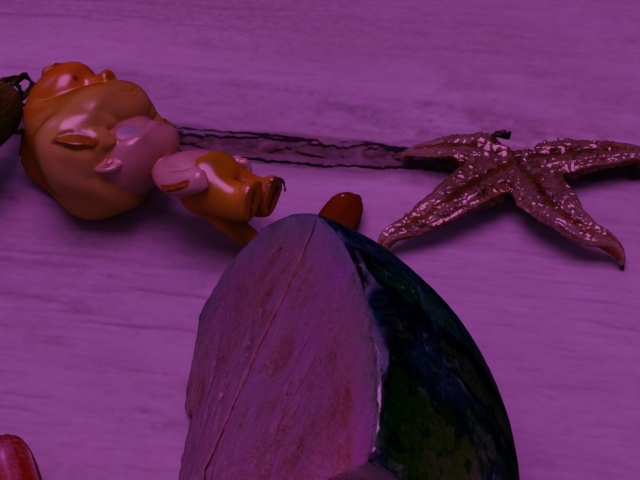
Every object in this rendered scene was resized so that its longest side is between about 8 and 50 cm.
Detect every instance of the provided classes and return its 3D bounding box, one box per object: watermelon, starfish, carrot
[{"bbox_3d":[0.047,0.128,1.423,0.222,0.319,0.292,25,50,-19],"label":"watermelon"},{"bbox_3d":[0.177,-0.042,1.634,0.247,0.050,0.138,1,48,10],"label":"starfish"},{"bbox_3d":[0.000,0.000,1.610,0.035,0.035,0.142,19,43,22],"label":"carrot"}]

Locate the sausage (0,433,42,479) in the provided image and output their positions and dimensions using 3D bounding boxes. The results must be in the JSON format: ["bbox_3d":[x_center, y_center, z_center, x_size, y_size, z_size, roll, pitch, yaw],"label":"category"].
[{"bbox_3d":[-0.219,0.235,1.385,0.074,0.074,0.274,-15,47,-10],"label":"sausage"}]

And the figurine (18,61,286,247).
[{"bbox_3d":[-0.153,-0.068,1.639,0.246,0.131,0.156,22,18,26],"label":"figurine"}]

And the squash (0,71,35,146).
[{"bbox_3d":[-0.345,-0.045,1.624,0.071,0.080,0.318,1,48,51],"label":"squash"}]
